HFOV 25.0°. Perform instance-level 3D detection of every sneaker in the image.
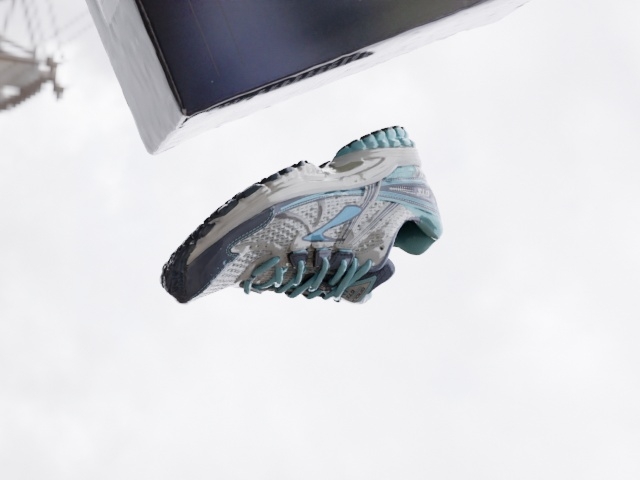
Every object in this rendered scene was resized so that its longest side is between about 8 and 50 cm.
[{"bbox_3d":[0.000,0.000,1.167,0.122,0.283,0.110,59,-38,5],"label":"sneaker"}]

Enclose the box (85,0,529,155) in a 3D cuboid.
[{"bbox_3d":[-0.027,-0.255,0.977,0.296,0.294,0.183,67,-15,-1],"label":"box"}]
